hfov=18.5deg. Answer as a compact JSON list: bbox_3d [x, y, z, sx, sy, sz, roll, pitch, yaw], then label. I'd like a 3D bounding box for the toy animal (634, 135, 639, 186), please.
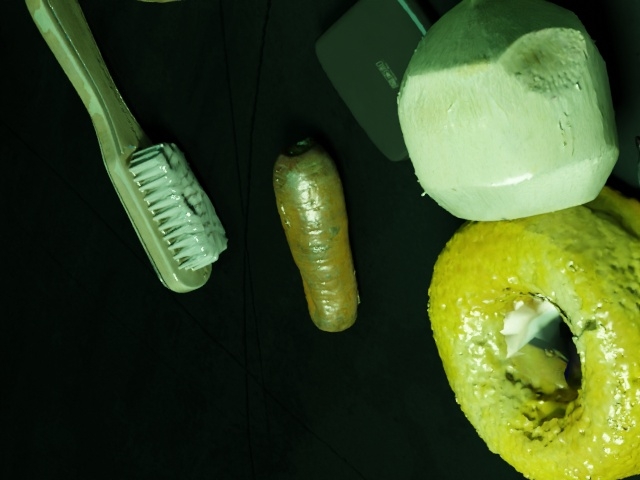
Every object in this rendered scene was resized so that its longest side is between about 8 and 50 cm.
[{"bbox_3d":[0.282,0.018,1.372,0.117,0.121,0.210,-8,104,54],"label":"toy animal"}]

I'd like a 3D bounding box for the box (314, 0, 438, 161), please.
[{"bbox_3d":[0.063,-0.138,1.569,0.126,0.027,0.125,56,140,3],"label":"box"}]

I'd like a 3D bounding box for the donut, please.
[{"bbox_3d":[0.190,0.072,1.520,0.253,0.118,0.253,24,121,47],"label":"donut"}]

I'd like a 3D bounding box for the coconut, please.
[{"bbox_3d":[0.134,-0.100,1.411,0.161,0.161,0.162,-2,98,48],"label":"coconut"}]

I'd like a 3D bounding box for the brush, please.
[{"bbox_3d":[-0.174,-0.107,1.821,0.065,0.070,0.327,-23,97,34],"label":"brush"}]

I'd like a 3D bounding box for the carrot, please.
[{"bbox_3d":[0.000,0.000,1.709,0.060,0.060,0.186,14,128,41],"label":"carrot"}]

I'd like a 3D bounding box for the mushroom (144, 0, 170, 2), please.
[{"bbox_3d":[-0.177,-0.392,1.516,0.313,0.224,0.397,45,-171,-31],"label":"mushroom"}]
